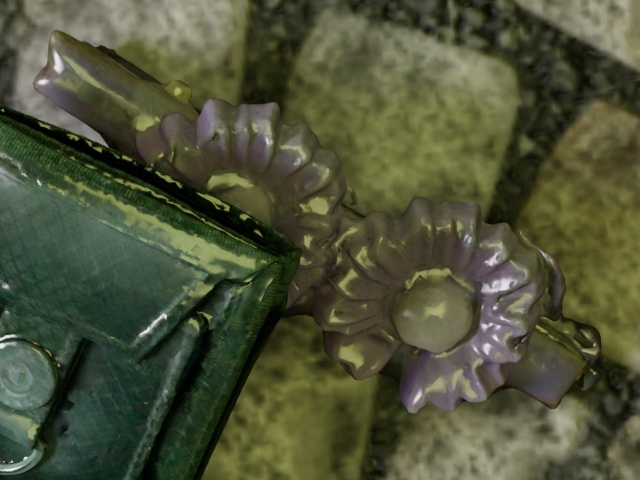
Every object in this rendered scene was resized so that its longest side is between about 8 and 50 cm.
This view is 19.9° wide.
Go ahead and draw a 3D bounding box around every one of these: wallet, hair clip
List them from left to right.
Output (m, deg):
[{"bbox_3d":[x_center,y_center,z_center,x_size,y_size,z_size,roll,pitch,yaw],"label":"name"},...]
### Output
[{"bbox_3d":[-0.122,0.070,0.781,0.160,0.055,0.236,26,114,1],"label":"wallet"},{"bbox_3d":[0.000,0.000,0.812,0.292,0.084,0.106,30,109,-8],"label":"hair clip"}]
